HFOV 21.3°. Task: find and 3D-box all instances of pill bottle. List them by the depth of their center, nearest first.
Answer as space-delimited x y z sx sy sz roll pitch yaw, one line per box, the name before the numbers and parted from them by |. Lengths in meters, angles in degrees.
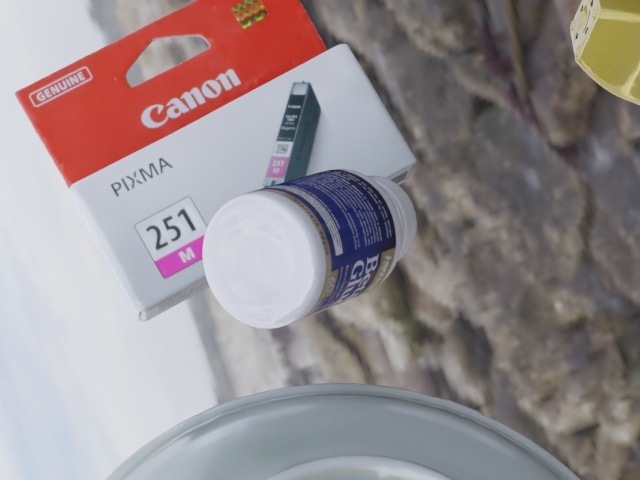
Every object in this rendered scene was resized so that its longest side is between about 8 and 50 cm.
pill bottle | 0.000 0.000 1.200 0.169 0.094 0.094 -20 -90 -58

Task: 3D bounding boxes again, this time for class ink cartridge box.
ink cartridge box | -0.093 -0.098 1.470 0.239 0.275 0.060 59 169 9

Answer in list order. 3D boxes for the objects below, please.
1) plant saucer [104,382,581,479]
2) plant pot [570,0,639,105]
plant saucer | 0.023 0.240 0.994 0.100 0.400 0.400 97 157 -55
plant pot | 0.229 -0.152 1.237 0.081 0.083 0.081 -87 14 -50
